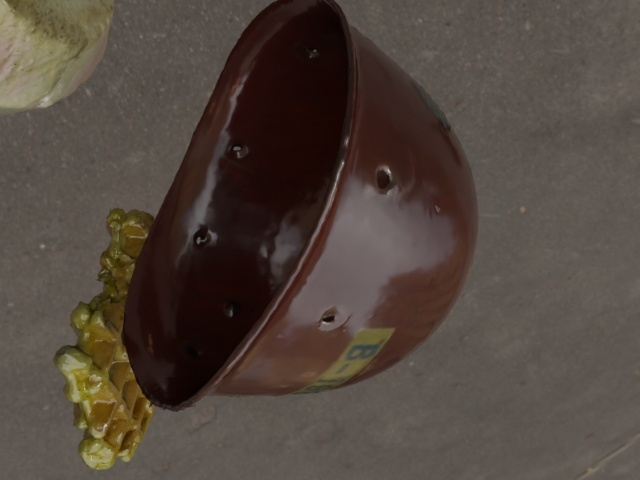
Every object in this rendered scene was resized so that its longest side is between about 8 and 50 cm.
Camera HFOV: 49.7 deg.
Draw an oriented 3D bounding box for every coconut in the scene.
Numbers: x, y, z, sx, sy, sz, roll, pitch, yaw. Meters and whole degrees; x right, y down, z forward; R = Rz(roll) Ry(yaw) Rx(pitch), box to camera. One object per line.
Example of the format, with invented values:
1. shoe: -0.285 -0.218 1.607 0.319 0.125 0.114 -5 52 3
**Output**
1. coconut: -0.340 -0.236 0.676 0.259 0.259 0.259 -16 139 -15

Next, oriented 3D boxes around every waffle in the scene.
1. waffle: -0.219 0.103 0.795 0.058 0.301 0.282 2 118 3

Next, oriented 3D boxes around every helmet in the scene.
1. helmet: 0.000 0.000 0.619 0.230 0.338 0.385 17 135 -27
